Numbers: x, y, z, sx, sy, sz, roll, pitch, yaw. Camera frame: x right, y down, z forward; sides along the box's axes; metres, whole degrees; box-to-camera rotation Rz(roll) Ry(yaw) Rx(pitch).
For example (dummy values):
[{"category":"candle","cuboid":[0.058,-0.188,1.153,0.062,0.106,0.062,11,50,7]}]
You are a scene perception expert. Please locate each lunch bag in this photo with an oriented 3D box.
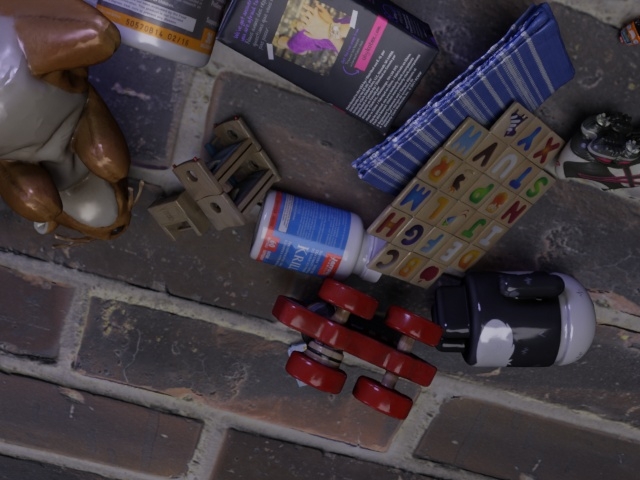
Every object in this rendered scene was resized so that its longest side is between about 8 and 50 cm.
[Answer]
[{"category":"lunch bag","cuboid":[-0.021,0.239,1.309,0.071,0.053,0.083,-14,110,7]}]

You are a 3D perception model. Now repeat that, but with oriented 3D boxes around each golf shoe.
[{"category":"golf shoe","cuboid":[0.515,-0.132,1.080,0.273,0.105,0.120,10,149,-15]}]

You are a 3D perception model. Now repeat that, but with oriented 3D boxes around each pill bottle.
[{"category":"pill bottle","cuboid":[-0.186,-0.383,0.870,0.162,0.162,0.278,18,103,-10]},{"category":"pill bottle","cuboid":[0.000,0.000,1.130,0.221,0.124,0.124,15,119,-8]}]

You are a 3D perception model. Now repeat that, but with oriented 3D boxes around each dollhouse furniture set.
[{"category":"dollhouse furniture set","cuboid":[-0.191,-0.099,1.098,0.183,0.129,0.129,-10,123,41]}]

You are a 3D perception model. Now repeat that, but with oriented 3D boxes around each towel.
[{"category":"towel","cuboid":[0.221,-0.185,0.992,0.336,0.040,0.243,-39,157,18]}]

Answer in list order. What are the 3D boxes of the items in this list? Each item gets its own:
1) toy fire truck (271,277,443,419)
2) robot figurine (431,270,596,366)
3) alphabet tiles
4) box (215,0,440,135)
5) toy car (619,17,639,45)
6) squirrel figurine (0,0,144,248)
[{"category":"toy fire truck","cuboid":[0.051,0.173,1.166,0.302,0.254,0.169,24,86,-14]},{"category":"robot figurine","cuboid":[0.341,0.137,1.182,0.278,0.209,0.174,-1,94,2]},{"category":"alphabet tiles","cuboid":[0.236,-0.058,1.073,0.285,0.011,0.342,20,118,-45]},{"category":"box","cuboid":[0.012,-0.295,0.937,0.270,0.165,0.143,28,118,-14]},{"category":"toy car","cuboid":[0.493,-0.282,1.007,0.040,0.060,0.122,-20,115,48]},{"category":"squirrel figurine","cuboid":[-0.425,-0.171,0.965,0.281,0.397,0.370,-48,156,-13]}]
